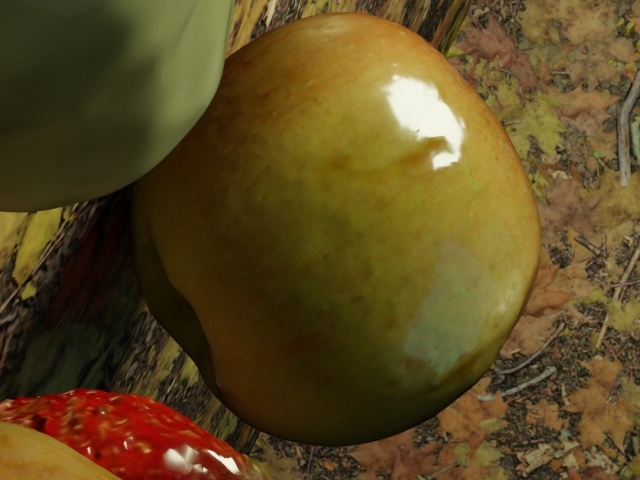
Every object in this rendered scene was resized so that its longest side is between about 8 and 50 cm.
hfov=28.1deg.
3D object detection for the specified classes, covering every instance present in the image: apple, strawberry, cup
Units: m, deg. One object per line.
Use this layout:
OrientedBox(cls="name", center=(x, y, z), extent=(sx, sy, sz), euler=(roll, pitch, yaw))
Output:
OrientedBox(cls="apple", center=(0.000, 0.000, 1.047), extent=(0.305, 0.338, 0.338), euler=(-42, 165, -19))
OrientedBox(cls="strawberry", center=(-0.150, 0.210, 0.851), extent=(0.276, 0.257, 0.257), euler=(-22, -168, 25))
OrientedBox(cls="cup", center=(-0.100, -0.148, 0.457), extent=(0.255, 0.173, 0.202), euler=(-62, 173, -11))

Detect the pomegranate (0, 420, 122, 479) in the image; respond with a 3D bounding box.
OrientedBox(cls="pomegranate", center=(-0.173, 0.279, 0.532), extent=(0.411, 0.411, 0.411), euler=(-62, 172, -16))
